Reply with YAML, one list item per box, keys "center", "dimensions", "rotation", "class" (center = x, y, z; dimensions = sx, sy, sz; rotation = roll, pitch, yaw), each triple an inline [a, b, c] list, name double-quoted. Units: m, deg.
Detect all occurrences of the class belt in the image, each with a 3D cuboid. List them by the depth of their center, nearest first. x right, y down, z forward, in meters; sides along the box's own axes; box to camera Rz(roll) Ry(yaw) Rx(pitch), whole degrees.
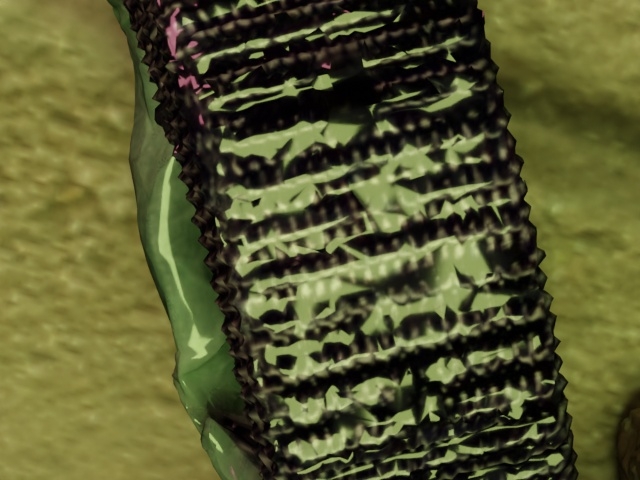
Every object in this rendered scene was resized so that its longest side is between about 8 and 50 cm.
- center: [0.000, 0.000, 0.618]
  dimensions: [0.122, 0.260, 0.324]
  rotation: [-15, 113, -5]
  class: "belt"

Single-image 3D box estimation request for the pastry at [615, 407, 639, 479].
- center: [0.190, 0.194, 0.803]
  dimensions: [0.112, 0.103, 0.265]
  rotation: [-7, 111, -11]
  class: "pastry"
